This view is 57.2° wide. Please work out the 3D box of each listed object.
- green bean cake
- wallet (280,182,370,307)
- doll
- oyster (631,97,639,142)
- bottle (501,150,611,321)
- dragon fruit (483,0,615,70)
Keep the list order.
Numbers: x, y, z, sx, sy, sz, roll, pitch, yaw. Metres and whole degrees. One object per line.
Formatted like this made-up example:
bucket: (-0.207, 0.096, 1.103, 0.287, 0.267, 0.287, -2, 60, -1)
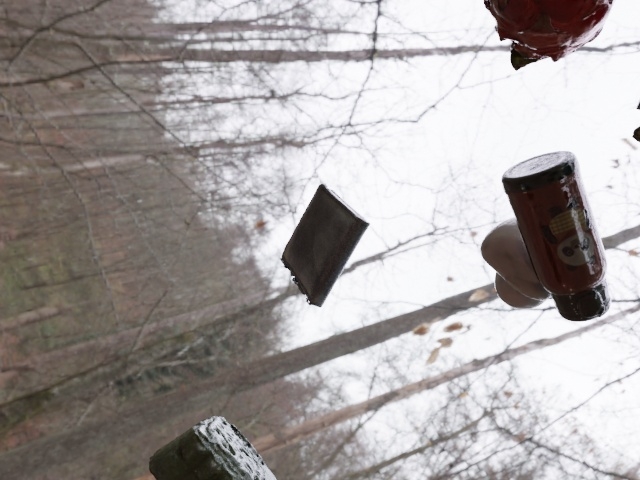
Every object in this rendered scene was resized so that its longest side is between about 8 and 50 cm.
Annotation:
green bean cake: (-0.133, 0.331, 0.812, 0.181, 0.094, 0.173, 49, -6, 8)
wallet: (0.002, 0.001, 1.003, 0.167, 0.036, 0.222, -60, -155, 9)
doll: (0.473, 0.064, 1.366, 0.221, 0.251, 0.221, -55, -160, 30)
oyster: (0.515, -0.145, 0.686, 0.260, 0.198, 0.092, 26, -13, 10)
bottle: (0.477, 0.001, 1.153, 0.144, 0.144, 0.335, -1, -61, 58)
dragon fruit: (0.299, -0.334, 0.771, 0.172, 0.172, 0.209, 25, -44, 53)
